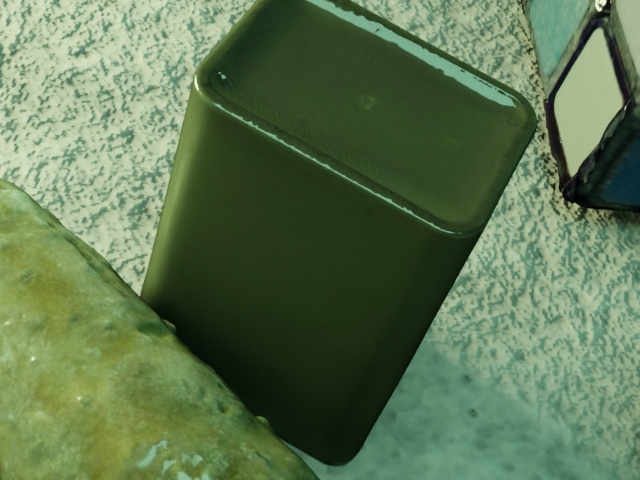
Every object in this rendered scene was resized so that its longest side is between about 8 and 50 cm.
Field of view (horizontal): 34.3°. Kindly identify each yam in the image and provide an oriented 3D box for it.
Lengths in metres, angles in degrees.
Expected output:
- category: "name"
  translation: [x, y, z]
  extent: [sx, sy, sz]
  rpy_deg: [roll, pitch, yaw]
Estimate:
- category: "yam"
  translation: [-0.118, 0.089, 0.553]
  extent: [0.133, 0.133, 0.330]
  rpy_deg: [-30, 64, -32]

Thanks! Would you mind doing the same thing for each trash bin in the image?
- category: "trash bin"
  translation: [0.000, 0.000, 0.574]
  extent: [0.164, 0.240, 0.122]
  rpy_deg: [30, 54, 5]

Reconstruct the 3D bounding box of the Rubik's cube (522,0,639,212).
- category: "Rubik's cube"
  translation: [0.379, -0.235, 0.789]
  extent: [0.358, 0.362, 0.363]
  rpy_deg: [6, 53, -9]
